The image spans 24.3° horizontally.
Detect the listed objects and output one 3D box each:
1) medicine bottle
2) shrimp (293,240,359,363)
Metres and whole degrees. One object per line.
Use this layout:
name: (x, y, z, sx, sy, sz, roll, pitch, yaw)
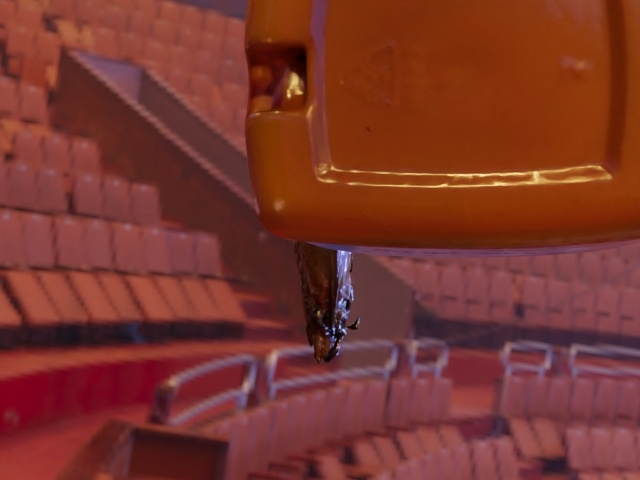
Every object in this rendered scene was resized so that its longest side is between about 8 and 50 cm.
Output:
medicine bottle: (0.059, -0.050, 0.584, 0.149, 0.112, 0.222, 0, -2, 7)
shrimp: (0.000, 0.000, 1.105, 0.042, 0.190, 0.101, 2, -21, -18)
